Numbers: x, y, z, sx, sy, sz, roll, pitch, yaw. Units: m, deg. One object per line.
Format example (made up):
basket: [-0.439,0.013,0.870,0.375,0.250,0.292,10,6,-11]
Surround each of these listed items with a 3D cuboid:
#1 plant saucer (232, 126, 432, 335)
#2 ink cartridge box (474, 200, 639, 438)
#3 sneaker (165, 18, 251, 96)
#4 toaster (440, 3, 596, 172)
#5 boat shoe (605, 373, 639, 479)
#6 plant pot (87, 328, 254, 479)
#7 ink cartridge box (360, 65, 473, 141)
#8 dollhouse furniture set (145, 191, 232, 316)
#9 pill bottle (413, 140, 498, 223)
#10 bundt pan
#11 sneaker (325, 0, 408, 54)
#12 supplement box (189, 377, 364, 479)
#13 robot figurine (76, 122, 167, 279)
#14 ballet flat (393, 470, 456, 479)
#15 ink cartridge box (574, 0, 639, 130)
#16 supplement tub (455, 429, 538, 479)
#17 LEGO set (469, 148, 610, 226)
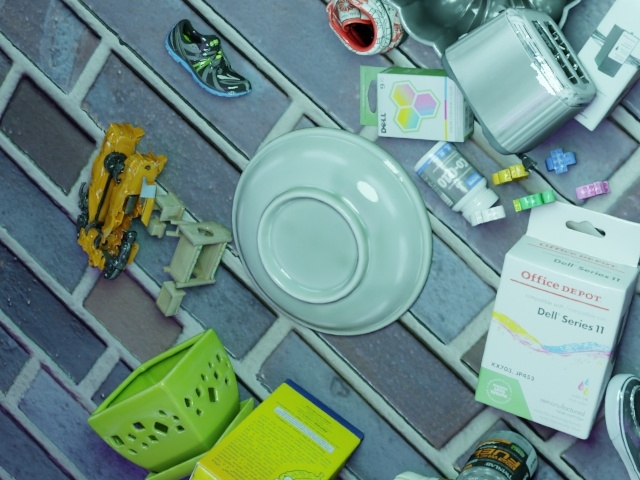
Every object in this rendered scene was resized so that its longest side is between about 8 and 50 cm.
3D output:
plant saucer: [0.000,0.000,2.021,0.400,0.100,0.400,9,113,23]
ink cartridge box: [0.396,0.125,1.857,0.207,0.119,0.353,17,115,21]
sneaker: [-0.200,-0.327,2.017,0.188,0.067,0.078,42,127,10]
toaster: [0.290,-0.227,1.612,0.146,0.129,0.227,-38,73,35]
boat shoe: [0.559,0.361,1.840,0.102,0.108,0.301,-17,89,53]
plant pot: [-0.280,0.342,2.220,0.227,0.228,0.207,-29,101,32]
ink cartridge box: [0.151,-0.231,1.881,0.209,0.062,0.109,8,112,24]
dollhouse furniture set: [-0.274,0.023,2.191,0.161,0.101,0.182,47,126,33]
pill bottle: [0.229,-0.098,1.882,0.137,0.078,0.078,46,122,4]
bundt pan: [0.261,-0.440,1.713,0.331,0.124,0.331,10,113,24]
sneaker: [0.051,-0.427,1.809,0.090,0.145,0.270,-20,99,31]
supplement box: [-0.100,0.450,2.086,0.195,0.356,0.194,35,121,11]
robot figurine: [-0.392,-0.068,2.175,0.211,0.085,0.291,48,128,38]
ballet flat: [0.160,0.521,2.144,0.342,0.116,0.124,-48,65,35]
ink cartridge box: [0.446,-0.282,1.663,0.087,0.153,0.208,39,120,11]
supplement tub: [0.305,0.425,1.972,0.117,0.190,0.117,9,112,23]
LEGO set: [0.341,-0.091,1.783,0.227,0.093,0.087,-15,86,8]
